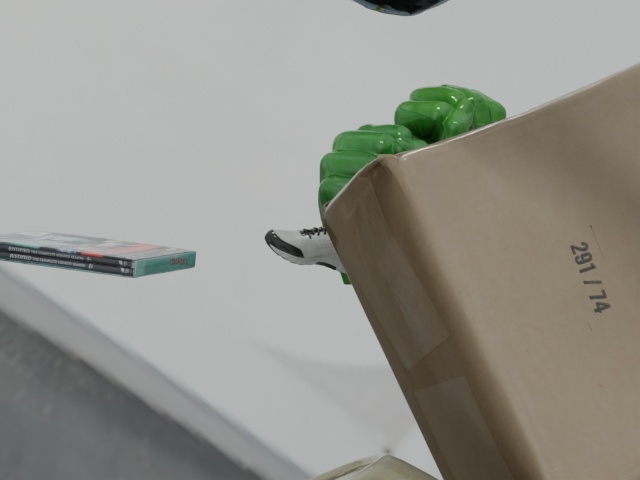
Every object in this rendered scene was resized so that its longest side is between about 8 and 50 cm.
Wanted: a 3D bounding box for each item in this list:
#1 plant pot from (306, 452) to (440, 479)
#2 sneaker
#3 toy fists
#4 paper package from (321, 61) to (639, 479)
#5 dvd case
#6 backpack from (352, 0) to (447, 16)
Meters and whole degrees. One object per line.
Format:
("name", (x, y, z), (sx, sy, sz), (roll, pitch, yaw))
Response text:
("plant pot", (0.025, 0.258, 1.214), (0.191, 0.284, 0.284), (65, 17, 3))
("sneaker", (0.000, 0.000, 1.616), (0.109, 0.044, 0.040), (10, 27, -29))
("toy fists", (0.099, -0.070, 1.824), (0.279, 0.096, 0.142), (-32, 111, -41))
("paper package", (0.212, 0.046, 1.526), (0.309, 0.168, 0.325), (-22, 84, -27))
("dvd case", (-0.148, 0.008, 1.105), (0.119, 0.013, 0.087), (8, 6, 19))
("backpack", (0.041, -0.413, 1.961), (0.355, 0.290, 0.273), (39, 9, -2))
